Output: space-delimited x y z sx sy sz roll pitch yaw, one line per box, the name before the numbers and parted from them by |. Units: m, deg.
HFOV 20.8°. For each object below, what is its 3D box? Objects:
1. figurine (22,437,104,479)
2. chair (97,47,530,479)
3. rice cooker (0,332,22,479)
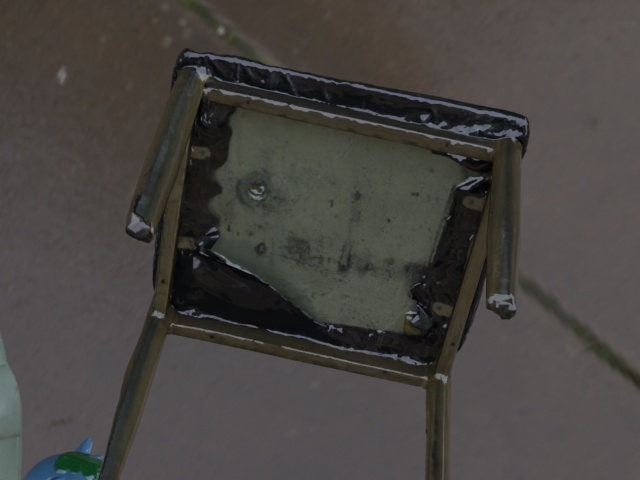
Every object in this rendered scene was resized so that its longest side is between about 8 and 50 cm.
figurine | -0.228 0.284 1.618 0.144 0.178 0.114 39 23 13
chair | 0.000 0.000 0.845 0.188 0.166 0.272 11 31 -1
rice cooker | -0.308 0.095 0.860 0.277 0.288 0.288 -3 69 -47
